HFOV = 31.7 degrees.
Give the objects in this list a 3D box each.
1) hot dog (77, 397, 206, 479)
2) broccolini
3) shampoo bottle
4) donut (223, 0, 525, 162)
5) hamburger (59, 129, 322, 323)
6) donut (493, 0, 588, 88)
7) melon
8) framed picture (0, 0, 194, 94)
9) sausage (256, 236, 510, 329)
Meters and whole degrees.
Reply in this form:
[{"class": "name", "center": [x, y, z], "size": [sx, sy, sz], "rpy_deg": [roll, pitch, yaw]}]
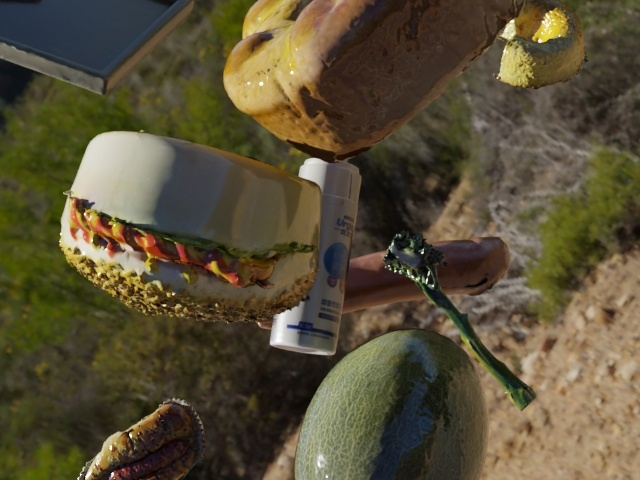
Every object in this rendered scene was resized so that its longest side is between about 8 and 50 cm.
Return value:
[{"class": "hot dog", "center": [-0.232, 0.286, 1.459], "size": [0.192, 0.053, 0.099], "rpy_deg": [-36, 75, -2]}, {"class": "broccolini", "center": [0.172, 0.090, 1.347], "size": [0.057, 0.254, 0.071], "rpy_deg": [-40, -10, -6]}, {"class": "shampoo bottle", "center": [0.000, 0.000, 1.530], "size": [0.092, 0.092, 0.303], "rpy_deg": [-6, 71, 56]}, {"class": "donut", "center": [0.053, -0.220, 1.100], "size": [0.317, 0.150, 0.299], "rpy_deg": [-25, 26, 40]}, {"class": "hamburger", "center": [-0.134, -0.009, 1.175], "size": [0.294, 0.276, 0.179], "rpy_deg": [2, -79, -81]}, {"class": "donut", "center": [0.324, -0.304, 1.678], "size": [0.181, 0.146, 0.078], "rpy_deg": [-92, -1, -46]}, {"class": "melon", "center": [0.095, 0.258, 1.446], "size": [0.237, 0.237, 0.301], "rpy_deg": [-13, 45, 53]}, {"class": "framed picture", "center": [-0.422, -0.327, 1.464], "size": [0.326, 0.446, 0.028], "rpy_deg": [-64, -7, -58]}, {"class": "sausage", "center": [0.095, 0.063, 1.758], "size": [0.094, 0.419, 0.094], "rpy_deg": [88, 171, -56]}]
